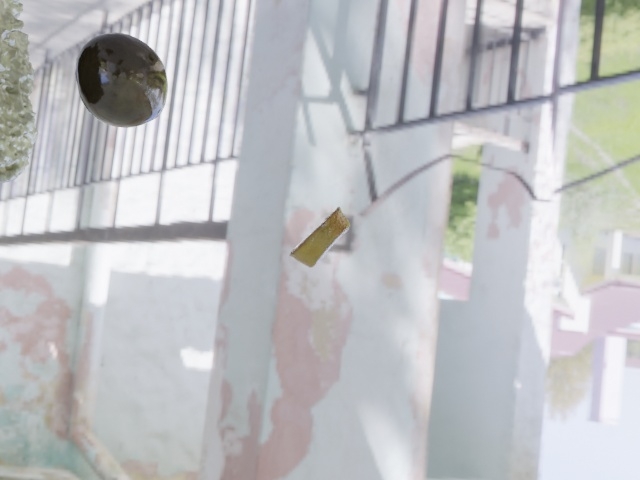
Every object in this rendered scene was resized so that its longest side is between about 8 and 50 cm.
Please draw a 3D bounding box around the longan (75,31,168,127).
[{"bbox_3d":[-0.225,-0.177,1.091,0.119,0.106,0.106,17,-179,31],"label":"longan"}]

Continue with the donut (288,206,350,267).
[{"bbox_3d":[0.000,0.000,1.483,0.043,0.097,0.108,44,141,1],"label":"donut"}]

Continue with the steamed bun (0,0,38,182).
[{"bbox_3d":[-0.421,-0.168,0.992,0.274,0.272,0.290,-13,168,12],"label":"steamed bun"}]
